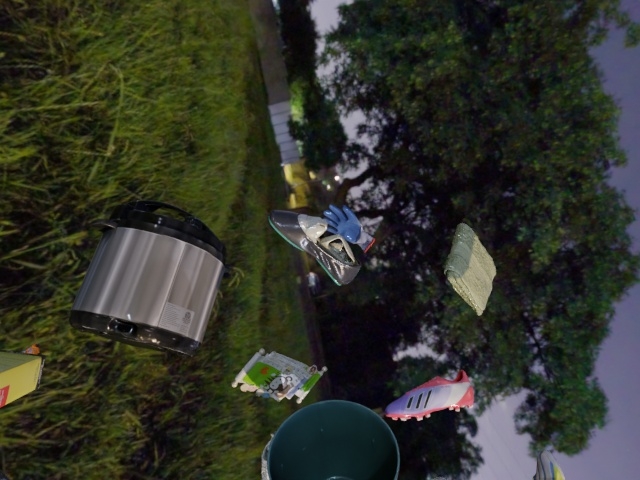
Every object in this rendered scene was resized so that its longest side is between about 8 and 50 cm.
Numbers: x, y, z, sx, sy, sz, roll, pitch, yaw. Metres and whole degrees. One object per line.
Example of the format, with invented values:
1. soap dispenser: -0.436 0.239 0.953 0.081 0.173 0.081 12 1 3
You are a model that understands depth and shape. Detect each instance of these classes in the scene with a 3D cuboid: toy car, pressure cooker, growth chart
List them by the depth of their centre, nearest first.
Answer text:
1. growth chart: -0.121 0.400 1.303 0.171 0.238 0.021 -59 -157 16
2. pressure cooker: -0.469 0.100 1.312 0.369 0.376 0.419 90 12 -70
3. toy car: -0.882 0.352 1.360 0.041 0.122 0.060 -2 68 -45

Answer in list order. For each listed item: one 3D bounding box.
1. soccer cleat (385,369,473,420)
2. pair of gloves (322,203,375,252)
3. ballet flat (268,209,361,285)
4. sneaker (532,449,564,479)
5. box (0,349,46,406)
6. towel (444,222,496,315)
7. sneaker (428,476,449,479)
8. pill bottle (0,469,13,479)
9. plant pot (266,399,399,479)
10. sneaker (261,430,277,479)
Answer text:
1. soccer cleat: 0.268 0.387 1.117 0.083 0.248 0.095 132 -48 -65
2. pair of gloves: 0.049 0.008 1.172 0.159 0.023 0.198 43 -52 18
3. ballet flat: 0.000 0.000 0.803 0.203 0.074 0.074 43 14 -22
4. sneaker: 0.536 0.648 1.107 0.091 0.126 0.239 74 13 -76
5. box: -0.476 0.199 0.602 0.232 0.088 0.058 150 -52 -84
6. towel: 0.259 0.049 0.763 0.148 0.027 0.110 45 57 -35
7. sneaker: 0.337 0.937 1.559 0.106 0.290 0.123 52 4 28
8. pill bottle: -0.885 0.688 1.167 0.278 0.162 0.162 56 7 -17
9. plant pot: 0.036 0.569 1.044 0.293 0.293 0.234 -103 -173 -61
10. sneaker: -0.160 0.731 1.476 0.095 0.090 0.234 17 90 -50
